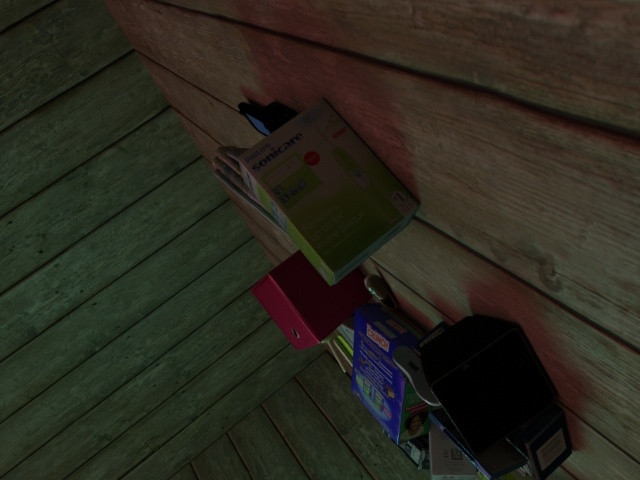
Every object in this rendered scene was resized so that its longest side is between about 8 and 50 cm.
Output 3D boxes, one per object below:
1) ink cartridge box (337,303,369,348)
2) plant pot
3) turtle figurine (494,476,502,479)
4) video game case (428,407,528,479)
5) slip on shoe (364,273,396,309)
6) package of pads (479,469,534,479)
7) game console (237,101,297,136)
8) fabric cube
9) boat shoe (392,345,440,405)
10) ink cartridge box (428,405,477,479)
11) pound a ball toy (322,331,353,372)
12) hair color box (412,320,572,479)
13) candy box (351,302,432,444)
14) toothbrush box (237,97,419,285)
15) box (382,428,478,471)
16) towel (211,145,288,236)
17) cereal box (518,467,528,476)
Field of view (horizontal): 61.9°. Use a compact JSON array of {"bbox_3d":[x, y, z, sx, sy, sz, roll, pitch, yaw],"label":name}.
[{"bbox_3d":[0.171,0.336,1.888,0.211,0.122,0.289,54,168,-9],"label":"ink cartridge box"},{"bbox_3d":[0.299,0.256,1.033,0.187,0.188,0.167,56,178,-17],"label":"plant pot"},{"bbox_3d":[0.510,0.672,1.311,0.198,0.274,0.266,8,152,10],"label":"turtle figurine"},{"bbox_3d":[0.307,0.387,1.048,0.166,0.119,0.015,42,122,44],"label":"video game case"},{"bbox_3d":[0.171,0.146,1.495,0.135,0.051,0.041,56,174,-32],"label":"slip on shoe"},{"bbox_3d":[0.589,0.738,1.517,0.296,0.101,0.229,42,163,46],"label":"package of pads"},{"bbox_3d":[-0.109,-0.268,1.373,0.361,0.044,0.213,39,163,50],"label":"game console"},{"bbox_3d":[-0.030,0.164,1.707,0.258,0.259,0.254,52,154,0],"label":"fabric cube"},{"bbox_3d":[0.237,0.325,1.237,0.183,0.065,0.083,50,171,52],"label":"boat shoe"},{"bbox_3d":[0.403,0.615,1.674,0.309,0.130,0.271,71,-162,-58],"label":"ink cartridge box"},{"bbox_3d":[0.164,0.450,2.152,0.319,0.136,0.208,51,137,12],"label":"pound a ball toy"},{"bbox_3d":[0.370,0.346,1.186,0.347,0.105,0.173,39,162,52],"label":"hair color box"},{"bbox_3d":[0.209,0.378,1.567,0.268,0.122,0.317,40,136,52],"label":"candy box"},{"bbox_3d":[0.012,-0.091,1.017,0.283,0.206,0.122,51,169,13],"label":"toothbrush box"},{"bbox_3d":[0.405,0.748,1.978,0.243,0.076,0.307,10,-179,-17],"label":"box"},{"bbox_3d":[-0.047,-0.081,1.240,0.374,0.090,0.320,39,-169,9],"label":"towel"},{"bbox_3d":[0.470,0.494,1.377,0.173,0.047,0.240,41,164,42],"label":"cereal box"}]
